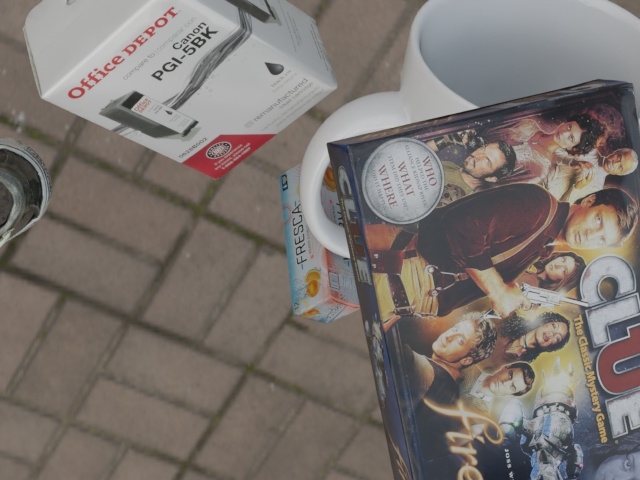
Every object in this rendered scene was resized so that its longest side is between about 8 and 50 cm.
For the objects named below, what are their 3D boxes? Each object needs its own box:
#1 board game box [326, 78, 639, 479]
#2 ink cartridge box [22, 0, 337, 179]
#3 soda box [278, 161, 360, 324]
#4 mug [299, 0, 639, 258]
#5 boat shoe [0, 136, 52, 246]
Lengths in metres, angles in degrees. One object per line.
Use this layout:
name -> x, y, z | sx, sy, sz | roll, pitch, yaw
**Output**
board game box -> 0.108, 0.048, 0.696 | 0.165, 0.042, 0.243 | -15, 101, -14
ink cartridge box -> -0.073, -0.098, 0.678 | 0.099, 0.056, 0.135 | -36, 145, 25
soda box -> 0.000, 0.000, 1.458 | 0.063, 0.183, 0.058 | -27, 147, 36
mug -> 0.161, -0.072, 1.383 | 0.374, 0.276, 0.328 | -3, 134, -12
boat shoe -> -0.253, 0.010, 0.702 | 0.219, 0.070, 0.078 | -29, 103, 9
